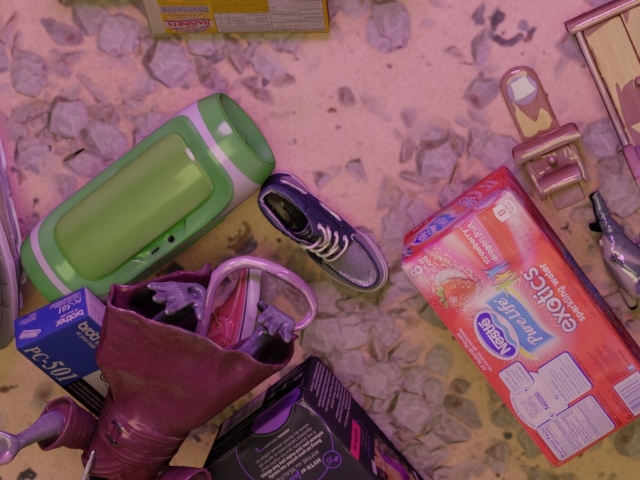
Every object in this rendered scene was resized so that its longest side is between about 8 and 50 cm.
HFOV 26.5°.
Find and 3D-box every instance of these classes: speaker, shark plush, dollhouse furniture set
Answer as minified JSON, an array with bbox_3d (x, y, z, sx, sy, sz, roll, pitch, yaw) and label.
[{"bbox_3d":[-0.198,-0.040,1.559,0.296,0.131,0.131,-36,100,13],"label":"speaker"},{"bbox_3d":[0.361,0.014,1.581,0.067,0.073,0.161,-35,79,-7],"label":"shark plush"},{"bbox_3d":[0.329,-0.140,1.368,0.303,0.355,0.173,-24,101,11],"label":"dollhouse furniture set"}]

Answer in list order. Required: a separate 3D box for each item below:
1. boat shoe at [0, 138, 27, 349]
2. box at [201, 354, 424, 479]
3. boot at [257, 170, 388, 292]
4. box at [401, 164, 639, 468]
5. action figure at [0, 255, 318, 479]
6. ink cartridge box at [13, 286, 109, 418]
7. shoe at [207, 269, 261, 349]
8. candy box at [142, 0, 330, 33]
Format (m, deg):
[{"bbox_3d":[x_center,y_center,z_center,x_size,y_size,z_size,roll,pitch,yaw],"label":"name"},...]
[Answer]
[{"bbox_3d":[-0.404,-0.027,1.595,0.118,0.103,0.320,-4,107,22],"label":"boat shoe"},{"bbox_3d":[0.011,0.302,1.625,0.165,0.143,0.270,-37,99,15],"label":"box"},{"bbox_3d":[0.000,0.000,1.573,0.190,0.086,0.069,40,105,-6],"label":"boot"},{"bbox_3d":[0.237,0.085,1.547,0.154,0.142,0.300,-36,99,13],"label":"box"},{"bbox_3d":[-0.203,0.185,1.531,0.248,0.275,0.370,33,118,1],"label":"action figure"},{"bbox_3d":[-0.261,0.141,1.595,0.097,0.046,0.207,-25,139,11],"label":"ink cartridge box"},{"bbox_3d":[-0.122,0.106,1.623,0.081,0.063,0.178,11,111,-4],"label":"shoe"},{"bbox_3d":[-0.095,-0.269,1.506,0.206,0.105,0.027,0,64,4],"label":"candy box"}]
